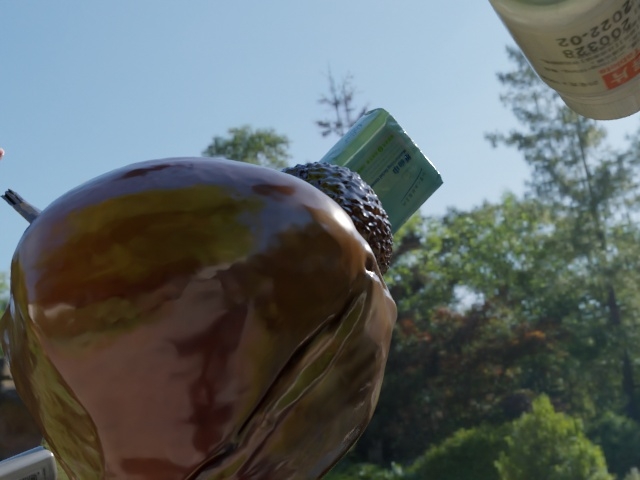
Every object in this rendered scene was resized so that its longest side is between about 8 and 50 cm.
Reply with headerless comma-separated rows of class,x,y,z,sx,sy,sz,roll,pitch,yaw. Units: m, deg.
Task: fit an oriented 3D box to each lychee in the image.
lychee,-0.006,-0.002,1.008,0.195,0.194,0.194,-7,-15,-2

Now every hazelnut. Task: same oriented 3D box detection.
hazelnut,-0.112,0.087,0.796,0.373,0.315,0.372,-5,-56,-8

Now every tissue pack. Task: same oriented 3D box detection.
tissue pack,0.065,-0.072,1.424,0.263,0.177,0.089,-46,15,-16

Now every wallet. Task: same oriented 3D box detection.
wallet,-0.311,-0.007,1.000,0.176,0.026,0.095,31,-13,45

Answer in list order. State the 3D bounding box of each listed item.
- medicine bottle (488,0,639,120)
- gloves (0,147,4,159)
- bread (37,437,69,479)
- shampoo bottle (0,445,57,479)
medicine bottle,0.259,-0.219,0.832,0.145,0.144,0.252,-14,-21,23
gloves,-0.595,-0.140,1.338,0.145,0.126,0.241,31,-13,3
bread,-0.330,0.337,1.479,0.264,0.239,0.395,32,-37,-4
shampoo bottle,-0.470,0.358,1.160,0.056,0.086,0.227,21,24,35
